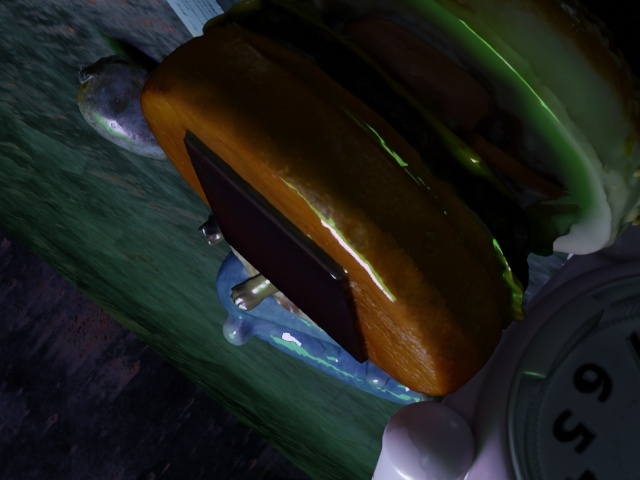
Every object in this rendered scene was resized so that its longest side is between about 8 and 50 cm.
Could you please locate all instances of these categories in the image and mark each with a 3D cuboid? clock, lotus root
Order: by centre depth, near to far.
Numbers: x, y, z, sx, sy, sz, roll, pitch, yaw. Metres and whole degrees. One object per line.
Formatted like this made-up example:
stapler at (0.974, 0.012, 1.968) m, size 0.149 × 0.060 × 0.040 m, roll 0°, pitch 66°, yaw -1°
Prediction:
clock at (0.239, 0.167, 1.134) m, size 0.326 × 0.342 × 0.184 m, roll 34°, pitch 157°, yaw 20°
lotus root at (-0.170, -0.123, 1.684) m, size 0.165 × 0.088 × 0.088 m, roll 31°, pitch 168°, yaw -13°

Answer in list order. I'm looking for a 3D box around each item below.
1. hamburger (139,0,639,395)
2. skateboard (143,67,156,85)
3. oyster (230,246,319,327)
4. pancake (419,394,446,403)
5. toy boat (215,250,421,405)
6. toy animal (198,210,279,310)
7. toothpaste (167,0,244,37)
hamburger at (0.053, -0.062, 1.017) m, size 0.291 × 0.225 × 0.291 m, roll 40°, pitch 167°, yaw 11°
skateboard at (-0.104, -0.112, 1.622) m, size 0.151 × 0.067 × 0.080 m, roll 42°, pitch 157°, yaw -10°
oyster at (0.052, 0.052, 1.722) m, size 0.271 × 0.100 × 0.275 m, roll -5°, pitch 136°, yaw 48°
pancake at (0.207, 0.126, 1.344) m, size 0.254 × 0.254 × 0.037 m, roll 23°, pitch 130°, yaw 44°
toy boat at (0.007, 0.113, 1.998) m, size 0.330 × 0.123 × 0.215 m, roll 28°, pitch 167°, yaw 24°
toy animal at (0.000, 0.000, 1.523) m, size 0.219 × 0.103 × 0.101 m, roll 4°, pitch 147°, yaw -3°
toothpaste at (-0.073, -0.188, 1.238) m, size 0.089 × 0.071 × 0.313 m, roll 29°, pitch 166°, yaw 36°
